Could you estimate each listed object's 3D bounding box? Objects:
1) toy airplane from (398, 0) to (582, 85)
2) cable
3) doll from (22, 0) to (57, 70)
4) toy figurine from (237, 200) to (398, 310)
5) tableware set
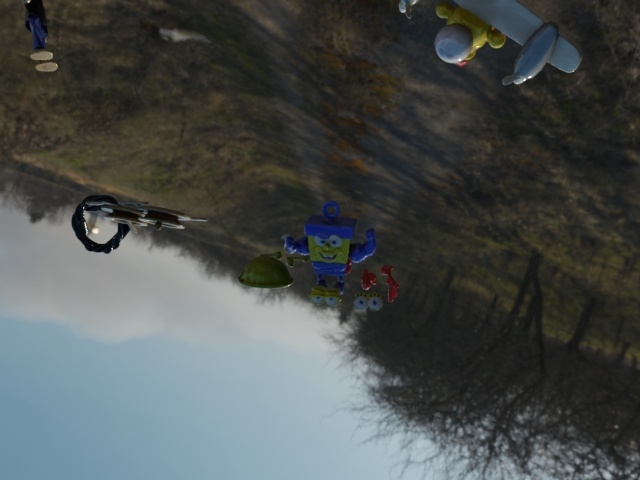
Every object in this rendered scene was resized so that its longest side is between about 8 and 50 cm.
[{"bbox_3d":[0.361,-0.521,1.363,0.386,0.272,0.384,24,163,47],"label":"toy airplane"},{"bbox_3d":[-0.607,-0.040,1.661,0.150,0.184,0.047,34,-154,-26],"label":"cable"},{"bbox_3d":[-0.563,-0.432,1.206,0.046,0.189,0.129,-12,164,-14],"label":"doll"},{"bbox_3d":[0.000,0.000,1.353,0.362,0.217,0.191,7,-150,11],"label":"toy figurine"},{"bbox_3d":[-0.298,-0.033,1.022,0.194,0.039,0.128,3,172,41],"label":"tableware set"}]
